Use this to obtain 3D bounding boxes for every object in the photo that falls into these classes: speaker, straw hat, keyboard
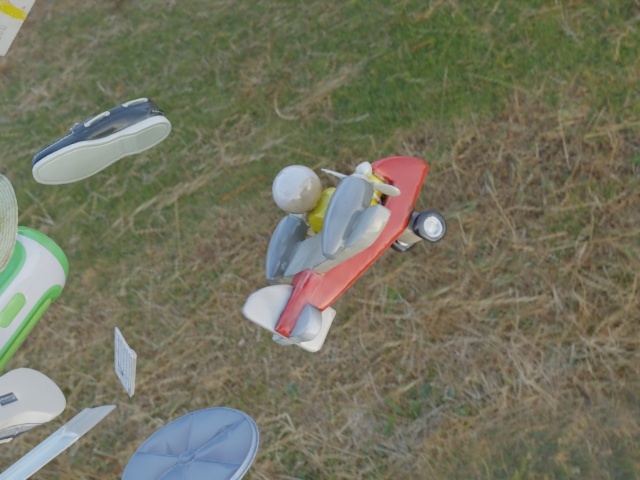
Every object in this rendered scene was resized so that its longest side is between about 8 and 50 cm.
[{"bbox_3d":[-0.448,0.115,1.080,0.131,0.131,0.296,-1,40,23],"label":"speaker"},{"bbox_3d":[-0.418,-0.019,0.987,0.144,0.061,0.144,-4,84,46],"label":"straw hat"},{"bbox_3d":[-0.399,0.251,1.691,0.014,0.256,0.072,-33,74,-27],"label":"keyboard"}]

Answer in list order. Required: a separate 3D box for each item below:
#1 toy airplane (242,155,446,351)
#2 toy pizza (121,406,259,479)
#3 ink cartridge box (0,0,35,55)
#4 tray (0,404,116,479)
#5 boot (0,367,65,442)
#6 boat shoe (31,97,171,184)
[{"bbox_3d":[0.000,0.000,1.445,0.386,0.272,0.384,-37,7,25],"label":"toy airplane"},{"bbox_3d":[-0.172,0.301,1.113,0.201,0.032,0.201,-18,26,9],"label":"toy pizza"},{"bbox_3d":[-0.505,-0.418,1.207,0.233,0.168,0.171,-41,53,39],"label":"ink cartridge box"},{"bbox_3d":[-0.432,0.332,1.229,0.270,0.145,0.030,-38,92,10],"label":"tray"},{"bbox_3d":[-0.357,0.192,0.900,0.086,0.190,0.069,-39,78,7],"label":"boot"},{"bbox_3d":[-0.465,-0.210,1.735,0.302,0.114,0.091,-24,66,-27],"label":"boat shoe"}]
